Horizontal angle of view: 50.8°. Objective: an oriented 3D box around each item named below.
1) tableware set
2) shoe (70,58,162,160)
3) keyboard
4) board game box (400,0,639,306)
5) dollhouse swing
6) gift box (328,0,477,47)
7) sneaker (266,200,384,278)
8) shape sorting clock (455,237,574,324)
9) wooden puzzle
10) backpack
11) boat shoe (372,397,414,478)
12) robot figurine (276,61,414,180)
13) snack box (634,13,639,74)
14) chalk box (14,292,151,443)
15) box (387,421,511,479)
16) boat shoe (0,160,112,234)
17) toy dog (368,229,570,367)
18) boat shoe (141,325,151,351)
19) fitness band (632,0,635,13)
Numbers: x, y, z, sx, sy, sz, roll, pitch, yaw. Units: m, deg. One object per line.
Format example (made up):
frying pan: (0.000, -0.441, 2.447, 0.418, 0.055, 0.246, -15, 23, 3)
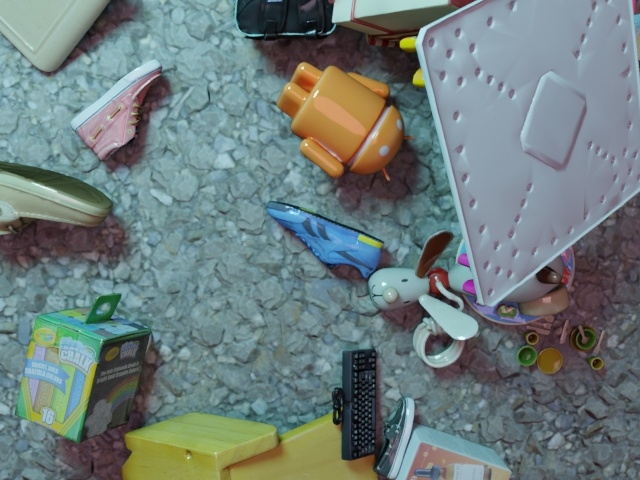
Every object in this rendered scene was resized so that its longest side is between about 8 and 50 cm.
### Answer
tableware set: (0.428, 0.192, 1.191, 0.154, 0.024, 0.104, 15, 96, -6)
shoe: (-0.307, -0.206, 1.076, 0.178, 0.063, 0.081, -37, 99, 6)
keyboard: (0.060, 0.275, 1.131, 0.108, 0.023, 0.180, 4, 84, -42)
board game box: (0.304, -0.166, 0.929, 0.390, 0.050, 0.390, -32, 119, -24)
dollhouse swing: (-0.109, 0.456, 1.165, 0.315, 0.305, 0.347, -3, 99, 38)
gift box: (0.157, -0.420, 0.962, 0.276, 0.258, 0.255, 8, 93, -39)
sneaker: (0.000, 0.000, 1.116, 0.209, 0.069, 0.082, 23, 98, -6)
shape sorting clock: (0.335, 0.044, 1.159, 0.206, 0.040, 0.206, 0, 96, -4)
wooden puzzle: (-0.441, -0.416, 1.026, 0.238, 0.044, 0.221, 44, 113, -11)
backpack: (-0.053, -0.410, 1.022, 0.165, 0.144, 0.188, -2, 116, -3)
boat shoe: (0.128, 0.340, 1.166, 0.040, 0.049, 0.142, 17, 84, -6)
robot figurine: (0.041, -0.190, 1.068, 0.219, 0.158, 0.128, 33, 123, -7)
snack box: (0.586, -0.203, 1.118, 0.322, 0.060, 0.187, 32, 93, -15)
chalk box: (-0.367, 0.182, 1.061, 0.132, 0.132, 0.213, 16, 94, 18)
box: (0.218, 0.413, 1.168, 0.170, 0.091, 0.130, 19, 95, -6)
boat shoe: (-0.495, -0.063, 1.055, 0.341, 0.121, 0.110, 14, 100, 5)
toy dog: (0.251, 0.070, 1.069, 0.333, 0.161, 0.220, -32, 93, 10)
boat shoe: (-0.314, 0.192, 1.132, 0.035, 0.035, 0.100, 28, 94, -6)
fitness band: (0.373, -0.385, 1.110, 0.290, 0.054, 0.209, 12, 93, -6)
